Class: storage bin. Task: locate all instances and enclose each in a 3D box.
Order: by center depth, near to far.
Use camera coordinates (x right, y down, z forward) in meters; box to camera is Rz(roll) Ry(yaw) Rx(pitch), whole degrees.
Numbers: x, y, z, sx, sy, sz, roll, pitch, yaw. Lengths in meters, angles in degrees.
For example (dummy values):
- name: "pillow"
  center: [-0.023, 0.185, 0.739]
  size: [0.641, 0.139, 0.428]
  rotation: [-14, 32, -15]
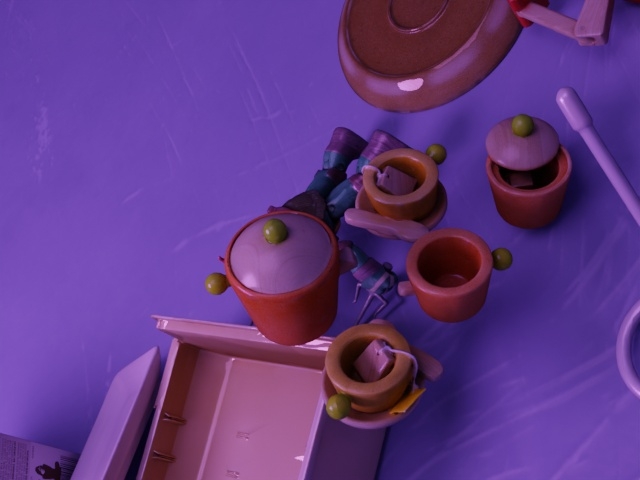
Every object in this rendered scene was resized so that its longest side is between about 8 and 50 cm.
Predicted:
- name: "storage bin"
  center: [-0.082, 0.219, 1.044]
  size: [0.260, 0.123, 0.262]
  rotation: [4, 73, 38]

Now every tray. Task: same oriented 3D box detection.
- name: "tray"
  center: [-0.230, 0.247, 1.148]
  size: [0.145, 0.030, 0.270]
  rotation: [-33, 33, 56]

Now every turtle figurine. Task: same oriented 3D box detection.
- name: "turtle figurine"
  center: [0.000, 0.000, 1.091]
  size: [0.175, 0.118, 0.234]
  rotation: [22, 79, 41]

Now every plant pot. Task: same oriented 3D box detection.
- name: "plant pot"
  center: [0.110, -0.248, 1.167]
  size: [0.236, 0.032, 0.236]
  rotation: [-17, 60, 32]

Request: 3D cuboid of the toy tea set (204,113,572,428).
- name: "toy tea set"
  center: [0.069, -0.012, 0.936]
  size: [0.200, 0.124, 0.336]
  rotation: [30, 61, 30]

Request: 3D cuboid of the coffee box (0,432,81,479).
- name: "coffee box"
  center: [-0.391, 0.261, 1.178]
  size: [0.141, 0.246, 0.098]
  rotation: [-19, 59, 30]

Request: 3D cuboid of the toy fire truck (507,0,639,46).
- name: "toy fire truck"
  center: [0.264, -0.223, 1.013]
  size: [0.135, 0.047, 0.192]
  rotation: [-40, 51, 5]

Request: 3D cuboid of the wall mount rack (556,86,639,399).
- name: "wall mount rack"
  center: [0.344, -0.031, 0.824]
  size: [0.350, 0.130, 0.304]
  rotation: [-31, 54, 22]
